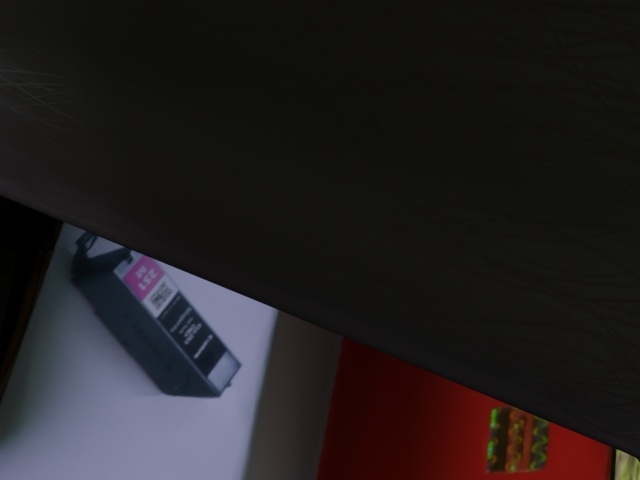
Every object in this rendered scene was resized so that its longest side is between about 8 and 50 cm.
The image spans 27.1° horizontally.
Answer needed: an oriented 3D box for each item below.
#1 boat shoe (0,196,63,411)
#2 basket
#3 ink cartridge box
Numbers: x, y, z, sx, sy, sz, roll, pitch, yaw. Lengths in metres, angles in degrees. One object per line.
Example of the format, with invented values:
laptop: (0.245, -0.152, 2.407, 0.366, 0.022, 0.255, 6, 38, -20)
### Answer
boat shoe: (-0.163, -0.029, 0.626, 0.120, 0.123, 0.324, -24, 51, 37)
basket: (0.017, -0.053, 0.427, 0.154, 0.227, 0.204, 110, 174, -74)
ink cartridge box: (0.000, 0.000, 0.548, 0.060, 0.239, 0.275, 52, -141, -43)
